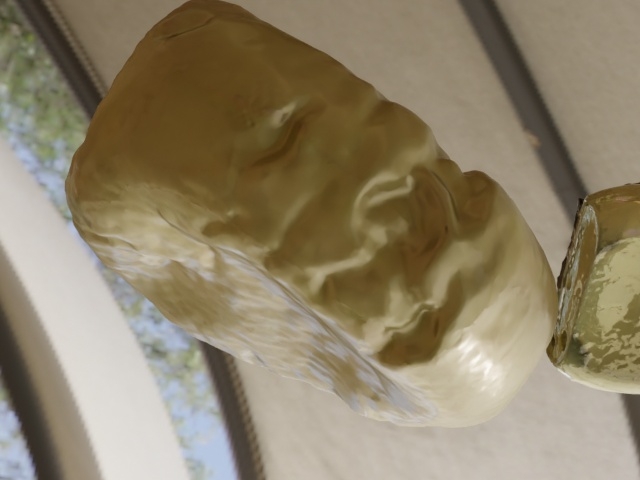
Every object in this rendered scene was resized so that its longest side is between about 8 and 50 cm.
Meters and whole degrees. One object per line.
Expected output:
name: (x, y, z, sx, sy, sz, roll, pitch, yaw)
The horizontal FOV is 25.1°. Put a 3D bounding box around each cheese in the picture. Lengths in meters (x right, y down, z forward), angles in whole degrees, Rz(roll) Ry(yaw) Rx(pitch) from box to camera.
cheese: (0.263, 0.040, 0.838, 0.054, 0.251, 0.127, -94, -167, -67)
cheese: (0.000, 0.000, 0.617, 0.117, 0.214, 0.226, -58, 175, -10)
